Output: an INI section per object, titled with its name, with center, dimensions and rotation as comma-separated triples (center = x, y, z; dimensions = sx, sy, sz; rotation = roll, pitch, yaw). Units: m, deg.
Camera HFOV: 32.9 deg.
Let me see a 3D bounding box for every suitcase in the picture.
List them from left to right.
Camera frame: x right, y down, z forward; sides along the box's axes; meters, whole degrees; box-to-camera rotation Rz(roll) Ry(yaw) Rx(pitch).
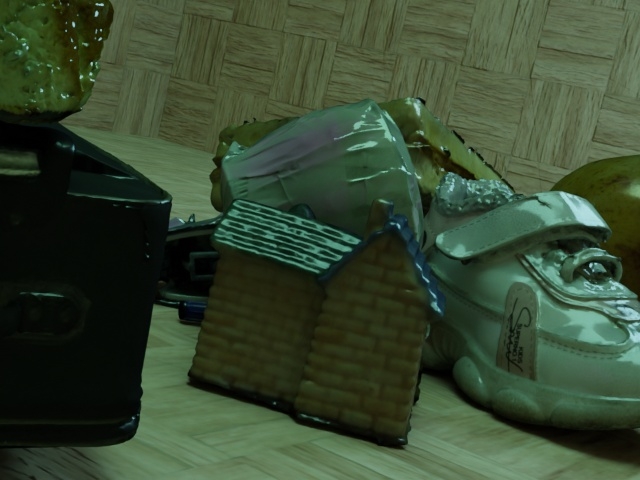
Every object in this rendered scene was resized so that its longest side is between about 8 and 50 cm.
[suitcase]
center = -0.276, -0.011, 0.654
dimensions = 0.283, 0.194, 0.434
rotation = 6, 10, -30

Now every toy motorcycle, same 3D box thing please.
[toy motorcycle]
center = -0.095, 0.011, 1.147
dimensions = 0.239, 0.108, 0.204
rotation = 13, 7, 1

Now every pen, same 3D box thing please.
[pen]
center = -0.042, 0.077, 1.060
dimensions = 0.204, 0.025, 0.025
rotation = 9, 8, -28

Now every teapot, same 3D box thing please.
[teapot]
center = -0.003, -0.006, 0.991
dimensions = 0.178, 0.221, 0.163
rotation = -14, 20, -5

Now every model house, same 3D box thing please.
[model house]
center = 0.006, 0.041, 0.850
dimensions = 0.183, 0.172, 0.166
rotation = 13, 8, 6

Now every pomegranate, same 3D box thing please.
[pomegranate]
center = 0.341, 0.033, 1.167
dimensions = 0.264, 0.264, 0.264
rotation = 13, 7, -2

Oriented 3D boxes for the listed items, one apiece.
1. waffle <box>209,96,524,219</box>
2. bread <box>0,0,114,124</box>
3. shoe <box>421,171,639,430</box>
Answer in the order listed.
[waffle]
center = 0.080, -0.045, 1.284
dimensions = 0.261, 0.113, 0.376
rotation = -9, -21, 30
[bread]
center = -0.177, -0.096, 0.503
dimensions = 0.140, 0.069, 0.128
rotation = 12, 11, 6
[shoe]
center = 0.196, 0.050, 1.001
dimensions = 0.172, 0.198, 0.351
rotation = 4, 10, -41
